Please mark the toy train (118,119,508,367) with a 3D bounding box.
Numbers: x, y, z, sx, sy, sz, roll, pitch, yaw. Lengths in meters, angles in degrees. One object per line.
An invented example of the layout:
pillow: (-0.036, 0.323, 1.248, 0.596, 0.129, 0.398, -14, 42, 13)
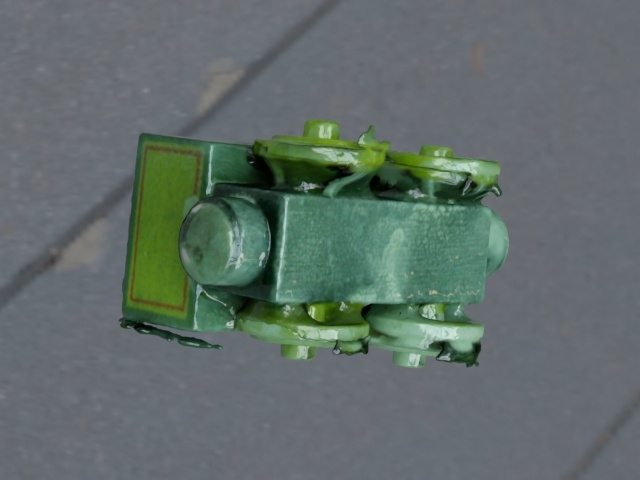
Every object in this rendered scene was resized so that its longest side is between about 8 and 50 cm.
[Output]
toy train: (0.000, 0.000, 1.297, 0.271, 0.188, 0.159, 2, 95, -46)
